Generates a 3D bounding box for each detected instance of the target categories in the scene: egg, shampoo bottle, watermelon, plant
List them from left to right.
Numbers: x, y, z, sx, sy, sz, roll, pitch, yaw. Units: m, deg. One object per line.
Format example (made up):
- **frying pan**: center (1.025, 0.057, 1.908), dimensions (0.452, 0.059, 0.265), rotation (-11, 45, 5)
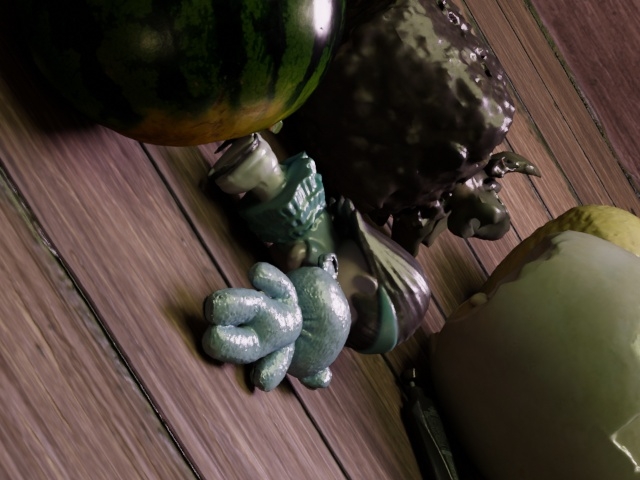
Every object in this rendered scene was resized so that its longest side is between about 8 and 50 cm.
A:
- **watermelon**: center (-0.109, -0.194, 1.467), dimensions (0.269, 0.269, 0.269), rotation (51, 21, -29)
- **plant**: center (0.101, -0.112, 1.946), dimensions (0.312, 0.215, 0.213), rotation (59, 15, -16)
- **shampoo bottle**: center (0.105, 0.188, 1.815), dimensions (0.048, 0.027, 0.137), rotation (22, 42, -49)
- **egg**: center (0.281, 0.161, 1.891), dimensions (0.336, 0.278, 0.278), rotation (47, 17, 7)

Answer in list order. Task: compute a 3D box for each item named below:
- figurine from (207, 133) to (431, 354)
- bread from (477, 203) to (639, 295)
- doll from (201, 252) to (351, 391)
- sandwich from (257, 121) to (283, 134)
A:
- **figurine**: center (0.000, 0.000, 1.699), dimensions (0.245, 0.110, 0.138), rotation (48, 4, -17)
- **bread**: center (0.331, 0.118, 2.176), dimensions (0.320, 0.237, 0.320), rotation (51, 21, -29)
- **doll**: center (-0.047, 0.068, 1.552), dimensions (0.180, 0.075, 0.120), rotation (2, 99, -47)
- **sandwich**: center (-0.095, -0.126, 1.688), dimensions (0.135, 0.029, 0.067), rotation (27, -1, -35)
